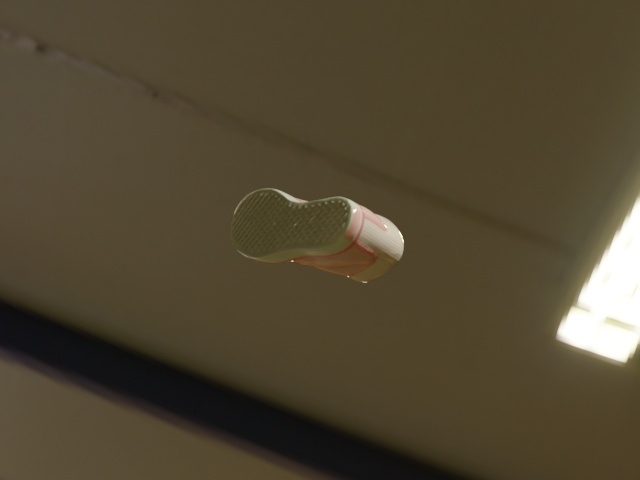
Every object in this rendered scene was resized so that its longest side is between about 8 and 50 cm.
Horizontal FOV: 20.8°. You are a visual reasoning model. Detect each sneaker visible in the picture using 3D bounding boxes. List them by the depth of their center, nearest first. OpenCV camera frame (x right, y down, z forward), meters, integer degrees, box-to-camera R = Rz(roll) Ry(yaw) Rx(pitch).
[{"bbox_3d":[0.000,0.000,1.151,0.070,0.051,0.134,25,-14,-37],"label":"sneaker"}]
